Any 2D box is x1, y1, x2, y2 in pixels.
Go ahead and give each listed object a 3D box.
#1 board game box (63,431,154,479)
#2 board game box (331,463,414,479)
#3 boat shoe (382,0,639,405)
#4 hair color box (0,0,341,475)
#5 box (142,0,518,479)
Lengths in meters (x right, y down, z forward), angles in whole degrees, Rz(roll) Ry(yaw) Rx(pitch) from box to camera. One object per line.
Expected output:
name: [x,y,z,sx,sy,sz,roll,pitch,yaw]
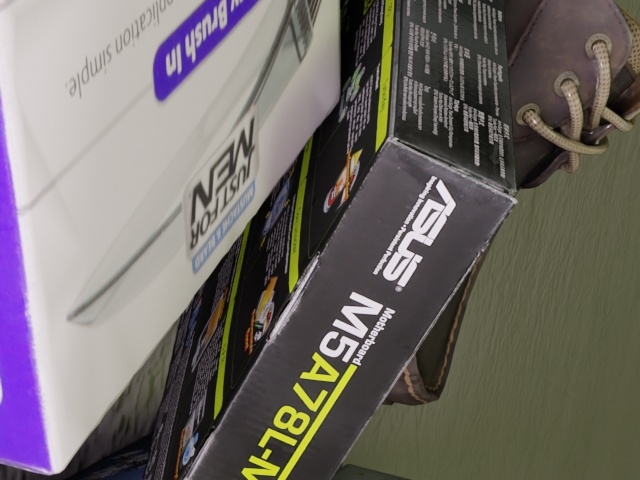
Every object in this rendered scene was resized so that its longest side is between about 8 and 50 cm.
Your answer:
board game box: [-0.050,0.157,0.616,0.243,0.042,0.165,-23,102,-67]
board game box: [0.122,0.255,0.835,0.097,0.303,0.224,-21,121,-68]
boat shoe: [0.086,-0.093,0.799,0.132,0.130,0.355,20,82,-70]
hair color box: [-0.073,-0.144,0.359,0.185,0.110,0.339,-56,149,-53]
box: [0.000,0.000,0.557,0.184,0.045,0.191,-57,-167,29]
